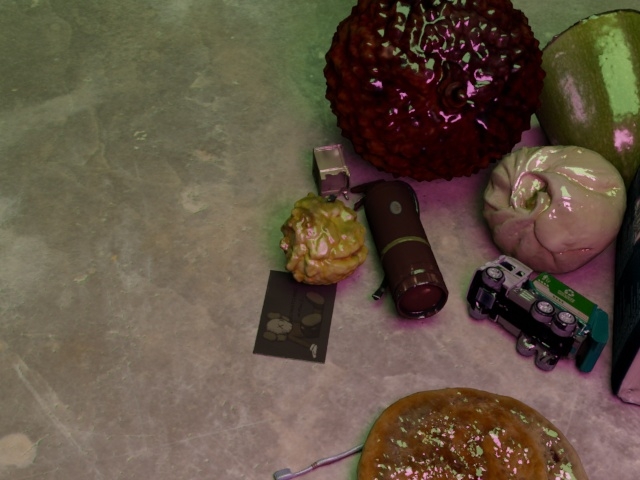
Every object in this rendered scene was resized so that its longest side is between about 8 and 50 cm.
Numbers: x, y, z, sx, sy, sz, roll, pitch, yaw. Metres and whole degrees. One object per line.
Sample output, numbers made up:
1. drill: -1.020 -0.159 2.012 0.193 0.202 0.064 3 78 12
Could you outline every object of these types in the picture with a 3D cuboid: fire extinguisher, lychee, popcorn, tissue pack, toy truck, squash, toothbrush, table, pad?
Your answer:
1. fire extinguisher: 0.134 -0.002 1.938 0.141 0.105 0.341 -23 44 6
2. lychee: 0.215 -0.308 1.990 0.424 0.425 0.500 4 18 1
3. popcorn: 0.003 -0.006 1.901 0.173 0.142 0.173 1 63 -1
4. tissue pack: 0.643 0.067 1.795 0.253 0.264 0.416 12 50 6
5. toy truck: 0.384 0.128 1.836 0.253 0.114 0.124 37 44 25
6. squash: 0.582 -0.234 2.029 0.310 0.310 0.309 -6 52 -8
7. toothbrush: 0.016 0.351 1.688 0.193 0.013 0.019 -16 44 -15
8. table: 0.022 -0.130 2.051 0.062 0.079 0.083 -9 53 -7
9. pad: -0.042 0.133 1.875 0.127 0.004 0.190 7 49 3

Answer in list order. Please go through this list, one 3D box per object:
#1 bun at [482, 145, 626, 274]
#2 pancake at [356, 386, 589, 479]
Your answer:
1. bun: 0.411 -0.058 1.904 0.259 0.259 0.160 41 25 27
2. pancake: 0.243 0.379 1.627 0.387 0.082 0.387 5 47 -5
